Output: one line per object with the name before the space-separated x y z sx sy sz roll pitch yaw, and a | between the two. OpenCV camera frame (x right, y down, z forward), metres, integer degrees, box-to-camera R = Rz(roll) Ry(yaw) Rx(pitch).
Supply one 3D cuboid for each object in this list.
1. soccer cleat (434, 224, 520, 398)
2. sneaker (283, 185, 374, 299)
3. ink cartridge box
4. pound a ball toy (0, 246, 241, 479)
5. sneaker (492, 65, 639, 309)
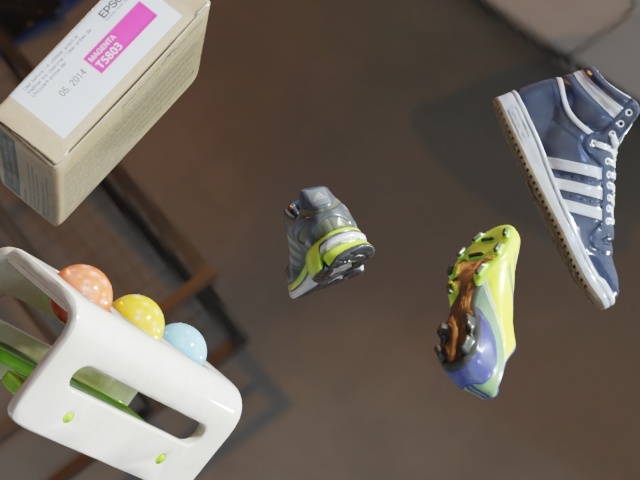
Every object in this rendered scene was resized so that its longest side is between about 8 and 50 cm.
soccer cleat | 0.237 0.100 2.282 0.093 0.289 0.121 -20 -55 37
sneaker | 0.000 0.000 2.232 0.300 0.111 0.121 130 -62 -73
ink cartridge box | -0.221 -0.148 1.619 0.088 0.234 0.193 39 -19 5
pound a ball toy | -0.225 0.078 1.402 0.208 0.135 0.319 36 -2 35
sneaker | 0.328 -0.070 1.896 0.099 0.153 0.282 59 7 -86
